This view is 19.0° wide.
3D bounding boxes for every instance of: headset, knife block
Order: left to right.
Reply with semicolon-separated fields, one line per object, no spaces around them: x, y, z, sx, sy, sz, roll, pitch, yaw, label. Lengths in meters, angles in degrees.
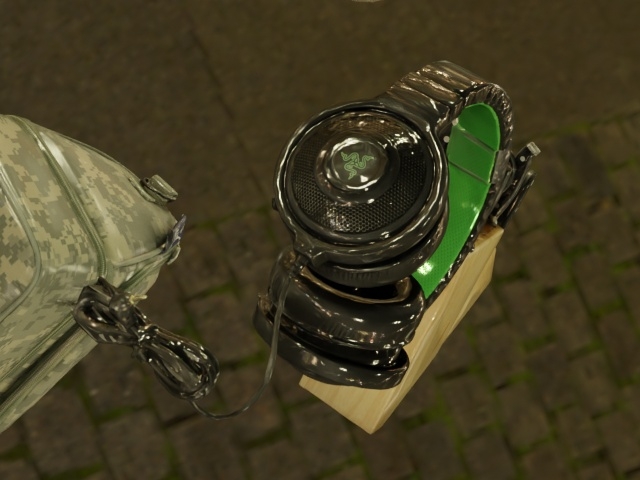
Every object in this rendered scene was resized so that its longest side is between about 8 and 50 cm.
0.000;0.000;1.463;0.185;0.243;0.394;29;44;22;headset
0.091;0.018;1.740;0.088;0.242;0.275;34;73;16;knife block

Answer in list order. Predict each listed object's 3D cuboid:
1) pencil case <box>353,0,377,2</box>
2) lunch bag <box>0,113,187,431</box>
0.190;-0.170;0.690;0.183;0.410;0.159;-39;128;-74;pencil case
-0.294;0.041;1.705;0.212;0.305;0.256;54;20;19;lunch bag
